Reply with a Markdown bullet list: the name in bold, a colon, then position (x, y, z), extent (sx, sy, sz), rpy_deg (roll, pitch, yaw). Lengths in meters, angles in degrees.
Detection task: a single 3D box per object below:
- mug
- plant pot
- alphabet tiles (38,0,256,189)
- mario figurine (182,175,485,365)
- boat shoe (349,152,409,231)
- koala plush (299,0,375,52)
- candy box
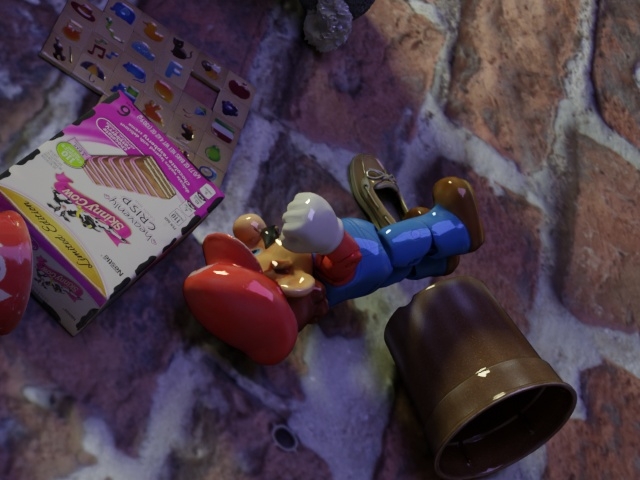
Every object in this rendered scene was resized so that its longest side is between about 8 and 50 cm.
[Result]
- **mug**: position (-0.362, 0.023, 1.627), extent (0.169, 0.150, 0.113), rpy_deg (4, 90, -34)
- **plant pot**: position (0.157, 0.138, 1.929), extent (0.167, 0.167, 0.165), rpy_deg (2, 47, -41)
- **alphabet tiles**: position (-0.189, -0.171, 2.007), extent (0.237, 0.009, 0.198), rpy_deg (33, 40, -14)
- **mario figurine**: position (0.000, 0.000, 1.868), extent (0.320, 0.198, 0.170), rpy_deg (-18, 40, -30)
- **boat shoe**: position (0.078, -0.042, 2.094), extent (0.056, 0.048, 0.153), rpy_deg (10, 50, -36)
- **koala plush**: position (0.028, -0.347, 2.200), extent (0.203, 0.221, 0.196), rpy_deg (12, 40, 0)
- **candy box**: position (-0.218, -0.032, 1.806), extent (0.159, 0.071, 0.233), rpy_deg (45, 39, -1)
